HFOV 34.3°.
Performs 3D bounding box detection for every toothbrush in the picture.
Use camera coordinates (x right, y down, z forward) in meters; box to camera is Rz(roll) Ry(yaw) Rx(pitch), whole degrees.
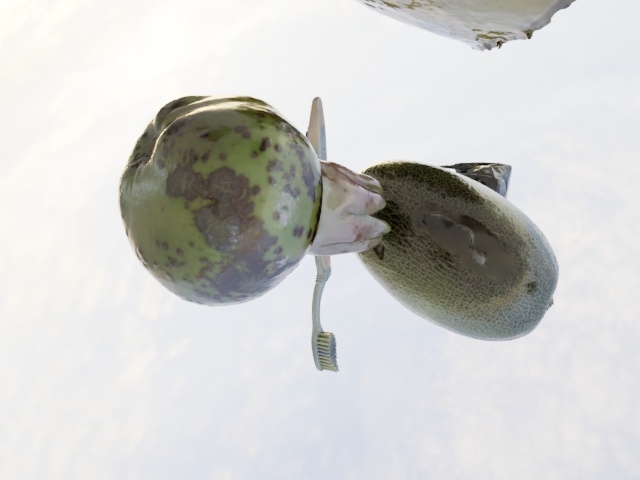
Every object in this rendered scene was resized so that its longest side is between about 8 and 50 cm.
[{"bbox_3d":[0.000,0.000,1.330,0.037,0.375,0.028,10,-157,31],"label":"toothbrush"}]

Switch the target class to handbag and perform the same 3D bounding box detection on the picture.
[{"bbox_3d":[0.190,-0.058,1.459,0.139,0.115,0.072,13,-148,13],"label":"handbag"}]

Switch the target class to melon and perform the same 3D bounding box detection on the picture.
[{"bbox_3d":[0.085,0.005,0.704,0.162,0.099,0.099,32,-100,10],"label":"melon"}]

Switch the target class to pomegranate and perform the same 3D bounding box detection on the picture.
[{"bbox_3d":[-0.039,-0.033,0.623,0.163,0.125,0.138,-20,-166,-19],"label":"pomegranate"}]

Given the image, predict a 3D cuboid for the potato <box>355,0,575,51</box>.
[{"bbox_3d":[0.077,-0.380,0.830,0.442,0.319,0.385,-129,-123,-74],"label":"potato"}]
